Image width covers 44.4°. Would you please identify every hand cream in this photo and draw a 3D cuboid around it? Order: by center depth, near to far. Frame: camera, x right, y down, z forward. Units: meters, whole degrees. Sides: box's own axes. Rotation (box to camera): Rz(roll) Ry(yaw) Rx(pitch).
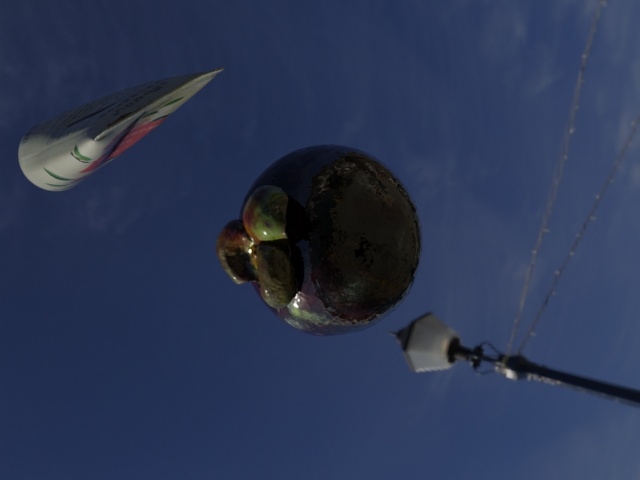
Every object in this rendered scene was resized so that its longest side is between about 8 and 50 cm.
[{"bbox_3d":[-0.139,-0.065,0.484,0.080,0.234,0.050,-38,-73,-29],"label":"hand cream"}]

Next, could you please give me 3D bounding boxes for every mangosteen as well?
[{"bbox_3d":[0.000,0.000,1.093,0.288,0.288,0.287,-16,-69,-49],"label":"mangosteen"}]
